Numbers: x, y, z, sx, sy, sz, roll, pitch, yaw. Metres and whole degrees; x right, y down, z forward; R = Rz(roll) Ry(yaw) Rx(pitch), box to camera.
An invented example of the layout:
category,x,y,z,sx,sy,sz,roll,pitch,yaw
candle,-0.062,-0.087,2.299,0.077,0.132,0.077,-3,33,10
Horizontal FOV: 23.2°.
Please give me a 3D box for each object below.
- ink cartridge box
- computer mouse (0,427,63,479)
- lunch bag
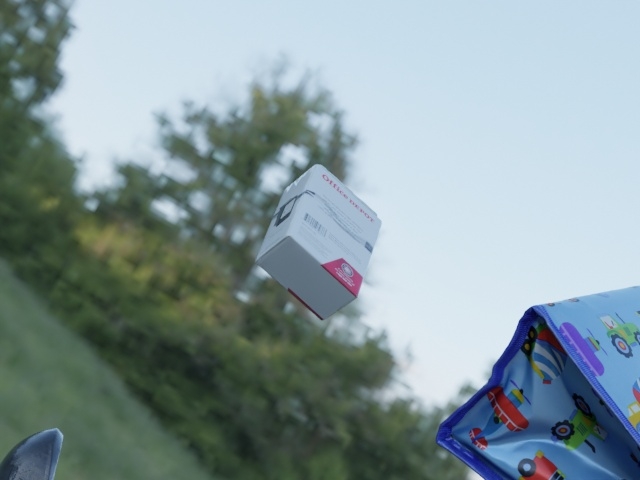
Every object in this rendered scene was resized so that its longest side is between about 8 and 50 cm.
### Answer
category,x,y,z,sx,sy,sz,roll,pitch,yaw
ink cartridge box,0.000,0.000,1.780,0.109,0.150,0.063,42,-56,-15
computer mouse,-0.368,0.344,1.855,0.072,0.272,0.188,13,-32,-7
lunch bag,0.269,0.178,1.134,0.293,0.138,0.221,44,26,24
